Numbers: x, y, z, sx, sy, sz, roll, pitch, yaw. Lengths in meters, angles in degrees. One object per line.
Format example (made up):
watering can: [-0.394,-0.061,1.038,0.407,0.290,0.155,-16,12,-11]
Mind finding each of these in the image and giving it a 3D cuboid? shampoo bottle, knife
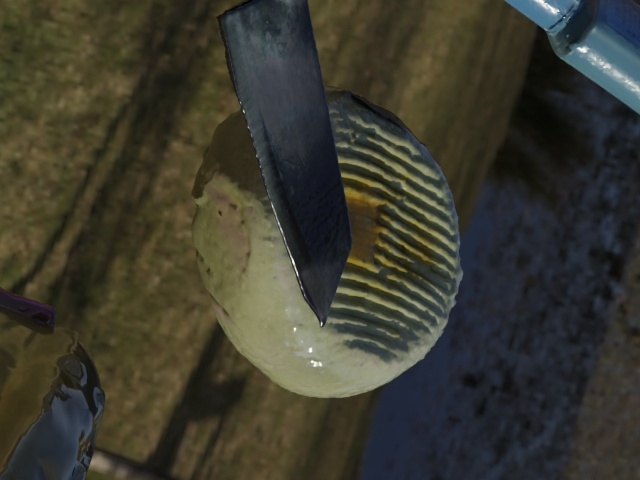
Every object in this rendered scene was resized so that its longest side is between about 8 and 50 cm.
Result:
shampoo bottle: [0.249,-0.151,1.227,0.061,0.258,0.104,-46,-159,33]
knife: [-0.017,-0.070,0.604,0.060,0.028,0.230,-37,124,-48]

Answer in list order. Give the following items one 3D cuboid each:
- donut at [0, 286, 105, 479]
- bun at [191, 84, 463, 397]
donut: [-0.248,0.160,0.848,0.307,0.150,0.371,-57,-170,-21]
bun: [0.000,0.000,1.178,0.243,0.153,0.244,2,88,-45]
